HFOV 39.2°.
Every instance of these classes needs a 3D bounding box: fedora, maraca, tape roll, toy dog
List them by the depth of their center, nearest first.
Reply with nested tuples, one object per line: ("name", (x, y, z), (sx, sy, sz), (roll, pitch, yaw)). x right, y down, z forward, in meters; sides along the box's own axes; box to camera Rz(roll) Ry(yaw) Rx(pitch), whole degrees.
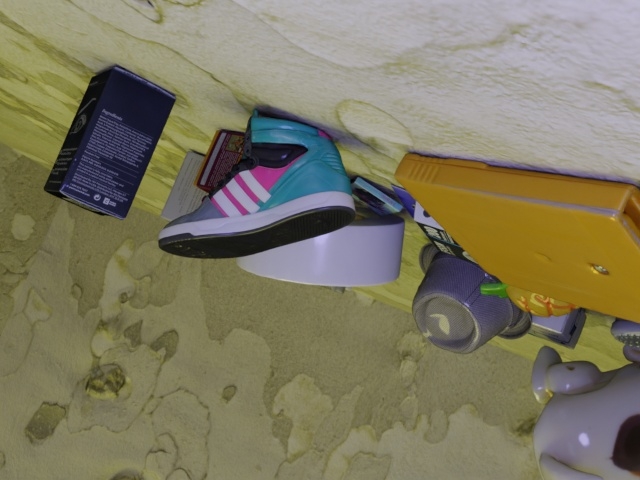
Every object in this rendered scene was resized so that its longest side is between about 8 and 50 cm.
("maraca", (0.324, 0.066, 1.336), (0.127, 0.099, 0.185), (15, 160, -36))
("tape roll", (0.000, 0.000, 1.519), (0.286, 0.100, 0.286), (4, -171, -1))
("toy dog", (0.583, 0.297, 1.541), (0.407, 0.285, 0.395), (-15, 174, 24))
("fedora", (0.249, 0.121, 1.615), (0.244, 0.124, 0.275), (45, 157, 0))

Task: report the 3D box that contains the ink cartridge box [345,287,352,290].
("ink cartridge box", (0.021, 0.029, 2.029), (0.067, 0.115, 0.198), (18, 171, 33))

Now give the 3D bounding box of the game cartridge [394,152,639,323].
("game cartridge", (0.283, 0.001, 1.096), (0.323, 0.053, 0.285), (18, 162, 49))

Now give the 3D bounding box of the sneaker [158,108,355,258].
("sneaker", (-0.097, -0.085, 1.243), (0.295, 0.178, 0.124), (-13, 158, 22))

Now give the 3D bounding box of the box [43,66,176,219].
("box", (-0.327, -0.148, 1.384), (0.108, 0.207, 0.153), (25, 174, -25))

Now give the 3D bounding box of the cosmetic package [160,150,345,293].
("cosmetic package", (-0.109, -0.031, 1.812), (0.365, 0.155, 0.197), (20, 173, 14))

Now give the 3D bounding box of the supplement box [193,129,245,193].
("supplement box", (-0.103, -0.106, 1.424), (0.188, 0.104, 0.081), (15, 171, 46))

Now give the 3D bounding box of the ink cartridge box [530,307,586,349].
("ink cartridge box", (0.424, 0.137, 1.729), (0.139, 0.082, 0.190), (19, 174, 27))

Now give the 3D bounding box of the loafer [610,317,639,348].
("loafer", (0.488, 0.086, 1.121), (0.251, 0.087, 0.094), (-4, 156, 37))

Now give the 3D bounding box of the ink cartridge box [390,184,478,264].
("ink cartridge box", (0.215, -0.010, 1.409), (0.208, 0.045, 0.206), (22, 173, 21))

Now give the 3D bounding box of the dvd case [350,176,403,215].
("dvd case", (0.079, -0.070, 1.449), (0.087, 0.013, 0.119), (33, 174, -9))
